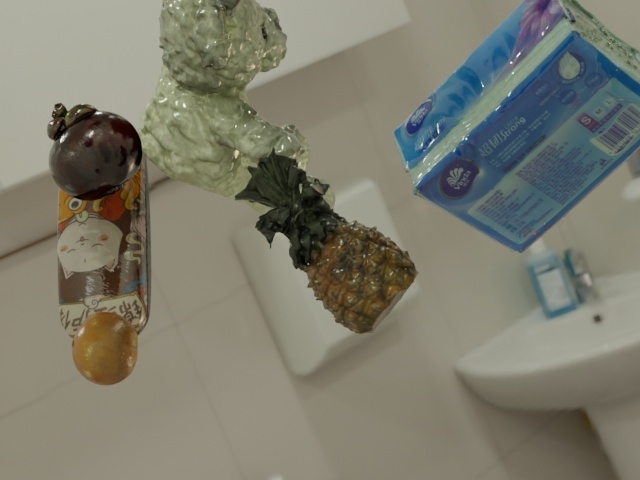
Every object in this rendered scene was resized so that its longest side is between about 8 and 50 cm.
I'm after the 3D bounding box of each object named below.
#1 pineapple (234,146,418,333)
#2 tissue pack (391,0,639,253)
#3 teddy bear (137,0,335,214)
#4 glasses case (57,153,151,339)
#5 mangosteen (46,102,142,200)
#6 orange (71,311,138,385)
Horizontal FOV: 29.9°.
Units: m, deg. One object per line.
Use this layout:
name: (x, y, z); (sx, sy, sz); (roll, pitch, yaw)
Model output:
pineapple: (0.001, -0.001, 1.478); (0.128, 0.248, 0.128); (-46, -6, -7)
tissue pack: (0.250, -0.141, 1.415); (0.263, 0.198, 0.146); (-44, 38, 25)
teddy bear: (-0.084, -0.234, 1.658); (0.375, 0.327, 0.362); (14, -57, -31)
glasses case: (-0.302, -0.007, 1.677); (0.122, 0.321, 0.082); (-7, -21, 5)
mangosteen: (-0.301, -0.122, 1.555); (0.140, 0.140, 0.140); (-22, 8, 3)
orange: (-0.240, 0.121, 1.337); (0.070, 0.083, 0.083); (3, 10, 3)
